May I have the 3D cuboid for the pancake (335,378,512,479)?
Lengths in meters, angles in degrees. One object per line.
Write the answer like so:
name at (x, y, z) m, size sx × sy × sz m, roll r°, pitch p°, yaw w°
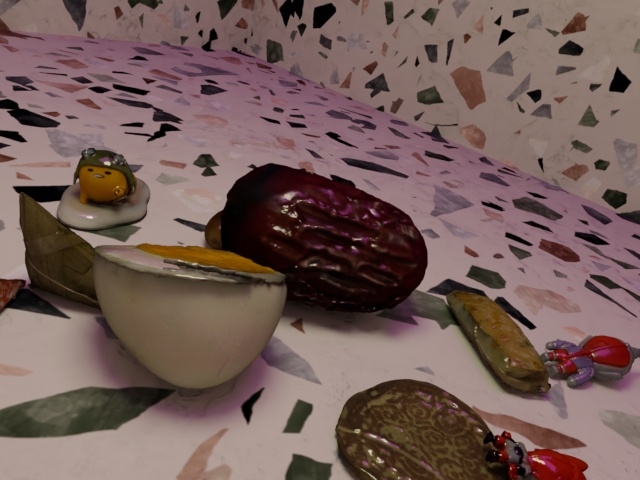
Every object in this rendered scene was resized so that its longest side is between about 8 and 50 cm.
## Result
pancake at (0.146, 0.280, 0.729) m, size 0.250 × 0.031 × 0.250 m, roll 14°, pitch 26°, yaw -7°

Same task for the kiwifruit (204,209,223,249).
kiwifruit at (-0.191, -0.025, 1.087) m, size 0.075 × 0.075 × 0.124 m, roll 20°, pitch 30°, yaw 6°

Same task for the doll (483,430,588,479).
doll at (0.303, 0.309, 0.719) m, size 0.169 × 0.057 × 0.109 m, roll 31°, pitch 24°, yaw -6°

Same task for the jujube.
jujube at (0.000, 0.000, 0.971) m, size 0.376 × 0.258 × 0.258 m, roll 24°, pitch 24°, yaw -13°

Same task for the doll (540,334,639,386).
doll at (0.529, 0.225, 1.021) m, size 0.227 × 0.075 × 0.102 m, roll -4°, pitch 45°, yaw -18°

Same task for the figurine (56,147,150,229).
figurine at (-0.427, -0.134, 1.080) m, size 0.166 × 0.141 × 0.250 m, roll 13°, pitch 26°, yaw -6°

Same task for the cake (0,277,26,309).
cake at (-0.480, 0.060, 0.691) m, size 0.086 × 0.117 × 0.220 m, roll 10°, pitch 27°, yaw -1°

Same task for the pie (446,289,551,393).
pie at (0.333, 0.174, 1.016) m, size 0.128 × 0.068 × 0.282 m, roll 11°, pitch 22°, yaw -15°

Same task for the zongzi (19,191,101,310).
zongzi at (-0.342, 0.022, 0.780) m, size 0.189 × 0.178 × 0.081 m, roll 18°, pitch 43°, yaw 1°

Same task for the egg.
egg at (-0.190, 0.098, 0.744) m, size 0.264 × 0.174 × 0.286 m, roll 11°, pitch 3°, yaw -40°
